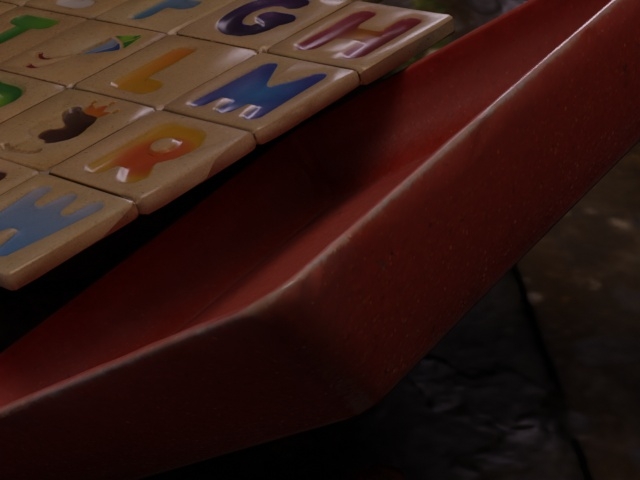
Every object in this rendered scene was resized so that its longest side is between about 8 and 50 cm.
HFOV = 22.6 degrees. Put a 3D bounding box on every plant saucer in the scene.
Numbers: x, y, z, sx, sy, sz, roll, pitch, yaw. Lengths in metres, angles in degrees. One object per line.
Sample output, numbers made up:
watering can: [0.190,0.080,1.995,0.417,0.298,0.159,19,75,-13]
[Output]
plant saucer: [0.000,0.000,0.528,0.258,0.048,0.259,-41,10,-39]

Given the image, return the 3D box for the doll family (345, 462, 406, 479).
doll family: [-0.030,0.119,0.435,0.193,0.076,0.111,-5,54,-43]

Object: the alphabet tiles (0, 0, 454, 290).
alphabet tiles: [-0.123,-0.068,0.685,0.285,0.011,0.342,17,39,43]
